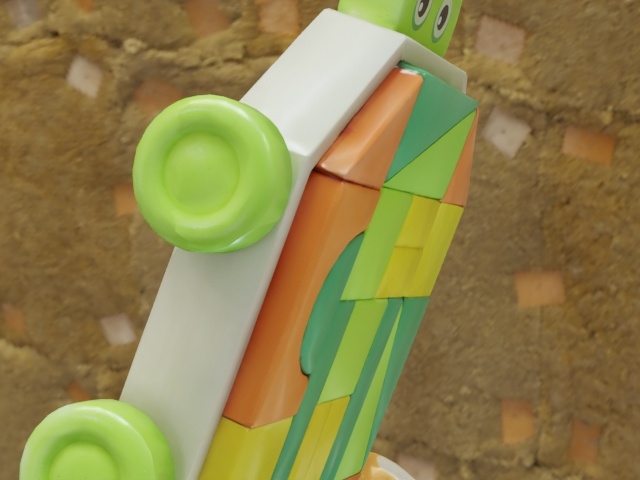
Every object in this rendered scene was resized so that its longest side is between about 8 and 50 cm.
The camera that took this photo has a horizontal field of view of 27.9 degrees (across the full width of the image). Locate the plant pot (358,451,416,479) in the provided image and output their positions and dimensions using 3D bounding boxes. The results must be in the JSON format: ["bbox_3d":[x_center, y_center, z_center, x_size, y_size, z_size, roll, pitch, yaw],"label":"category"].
[{"bbox_3d":[-0.015,0.236,0.837,0.205,0.205,0.188,42,-57,7],"label":"plant pot"}]

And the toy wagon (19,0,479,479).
[{"bbox_3d":[0.000,0.000,0.565,0.068,0.267,0.344,23,-84,18],"label":"toy wagon"}]
